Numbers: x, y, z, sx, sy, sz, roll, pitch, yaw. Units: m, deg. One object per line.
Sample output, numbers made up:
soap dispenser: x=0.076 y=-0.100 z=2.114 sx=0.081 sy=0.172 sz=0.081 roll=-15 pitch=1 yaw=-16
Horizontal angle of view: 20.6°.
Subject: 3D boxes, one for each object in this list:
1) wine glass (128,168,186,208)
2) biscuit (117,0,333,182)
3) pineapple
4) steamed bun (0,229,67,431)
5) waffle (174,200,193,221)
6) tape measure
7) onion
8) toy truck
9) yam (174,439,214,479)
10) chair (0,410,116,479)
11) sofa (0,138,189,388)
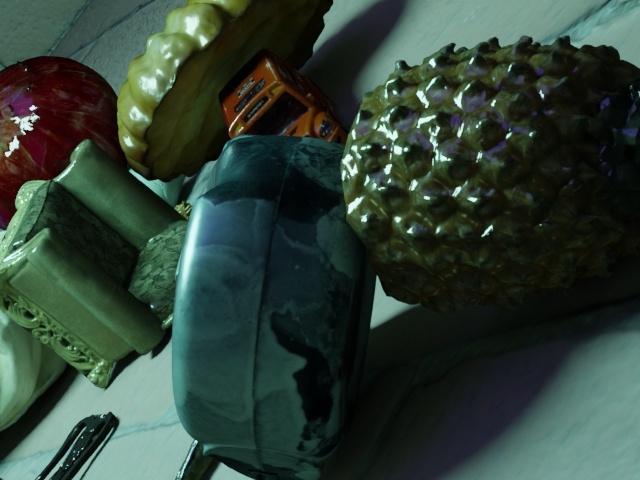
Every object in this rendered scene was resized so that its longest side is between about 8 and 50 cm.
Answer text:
wine glass: x=-0.233 y=-0.037 z=2.257 sx=0.079 sy=0.079 sz=0.195 roll=-30 pitch=26 yaw=43
biscuit: x=-0.126 y=-0.214 z=2.123 sx=0.326 sy=0.107 sz=0.326 roll=-45 pitch=-15 yaw=-16
pineapple: x=0.186 y=-0.053 z=1.206 sx=0.362 sy=0.202 sz=0.202 roll=-5 pitch=46 yaw=47
steamed bun: x=-0.471 y=0.147 z=2.191 sx=0.394 sy=0.237 sz=0.346 roll=-26 pitch=27 yaw=-37
waffle: x=-0.178 y=-0.019 z=2.196 sx=0.078 sy=0.016 sz=0.085 roll=-60 pitch=20 yaw=-18
tape measure: x=-0.036 y=0.052 z=1.390 sx=0.256 sy=0.147 sz=0.275 roll=-76 pitch=-10 yaw=-50
onion: x=-0.406 y=-0.132 z=2.595 sx=0.276 sy=0.276 sz=0.276 roll=-42 pitch=20 yaw=19
toy truck: x=-0.045 y=-0.130 z=1.959 sx=0.107 sy=0.114 sz=0.253 roll=-45 pitch=18 yaw=7
yam: x=-0.104 y=0.190 z=1.604 sx=0.027 sy=0.033 sz=0.129 roll=5 pitch=55 yaw=34
chair: x=-0.327 y=0.252 z=1.858 sx=0.106 sy=0.113 sz=0.229 roll=-14 pitch=42 yaw=57
sofa: x=-0.250 y=0.007 z=2.021 sx=0.182 sy=0.200 sz=0.258 roll=-42 pitch=18 yaw=26
